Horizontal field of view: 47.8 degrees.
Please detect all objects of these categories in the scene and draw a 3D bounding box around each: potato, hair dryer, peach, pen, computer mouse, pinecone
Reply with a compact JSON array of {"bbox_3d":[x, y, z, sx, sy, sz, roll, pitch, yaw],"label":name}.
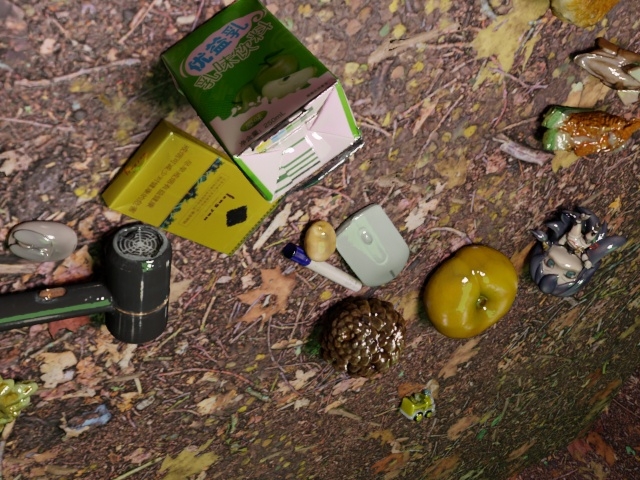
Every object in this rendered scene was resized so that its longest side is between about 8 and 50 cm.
[{"bbox_3d":[0.000,0.000,1.380,0.068,0.062,0.083,-57,169,-39],"label":"potato"},{"bbox_3d":[-0.403,0.086,1.107,0.351,0.107,0.189,-9,135,-26],"label":"hair dryer"},{"bbox_3d":[0.365,0.124,1.766,0.251,0.153,0.251,-14,122,-24],"label":"peach"},{"bbox_3d":[0.011,0.059,1.478,0.033,0.033,0.269,-46,144,11],"label":"pen"},{"bbox_3d":[-0.403,0.005,1.055,0.096,0.039,0.066,4,127,-42],"label":"computer mouse"},{"bbox_3d":[0.100,0.211,1.606,0.204,0.184,0.179,0,109,-72],"label":"pinecone"},{"bbox_3d":[0.113,0.020,1.491,0.128,0.079,0.231,-41,141,1],"label":"computer mouse"}]

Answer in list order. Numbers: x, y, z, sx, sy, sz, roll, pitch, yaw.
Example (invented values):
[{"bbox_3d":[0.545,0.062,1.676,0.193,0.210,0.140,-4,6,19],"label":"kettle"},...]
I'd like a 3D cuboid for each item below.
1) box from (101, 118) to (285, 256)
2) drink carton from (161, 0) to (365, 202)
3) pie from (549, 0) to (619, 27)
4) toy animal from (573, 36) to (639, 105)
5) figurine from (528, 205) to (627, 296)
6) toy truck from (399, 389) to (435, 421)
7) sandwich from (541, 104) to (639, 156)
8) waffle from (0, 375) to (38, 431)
[{"bbox_3d":[-0.191,-0.072,1.151,0.153,0.041,0.279,-48,144,12],"label":"box"},{"bbox_3d":[-0.080,-0.183,0.928,0.161,0.271,0.108,-35,140,-1],"label":"drink carton"},{"bbox_3d":[0.465,-0.490,1.156,0.315,0.092,0.315,-36,143,-33],"label":"pie"},{"bbox_3d":[0.594,-0.359,1.464,0.188,0.179,0.089,17,127,-6],"label":"toy animal"},{"bbox_3d":[0.655,0.026,1.884,0.197,0.175,0.265,-3,140,-45],"label":"figurine"},{"bbox_3d":[0.297,0.489,2.172,0.111,0.076,0.077,-9,116,-35],"label":"toy truck"},{"bbox_3d":[0.571,-0.224,1.543,0.184,0.159,0.109,-9,117,-45],"label":"sandwich"},{"bbox_3d":[-0.598,0.286,1.186,0.214,0.054,0.207,-46,147,21],"label":"waffle"}]
